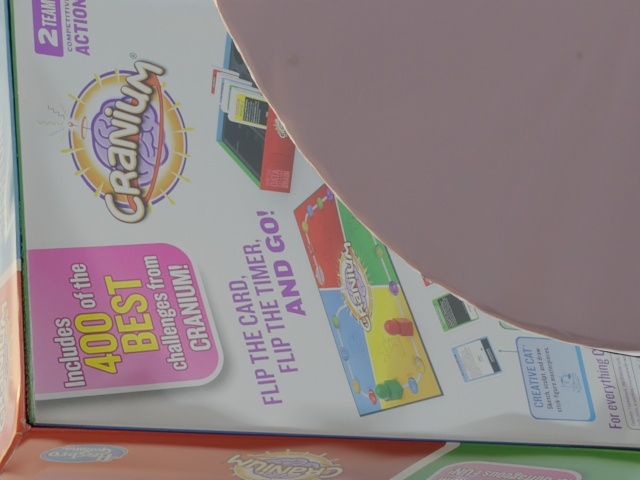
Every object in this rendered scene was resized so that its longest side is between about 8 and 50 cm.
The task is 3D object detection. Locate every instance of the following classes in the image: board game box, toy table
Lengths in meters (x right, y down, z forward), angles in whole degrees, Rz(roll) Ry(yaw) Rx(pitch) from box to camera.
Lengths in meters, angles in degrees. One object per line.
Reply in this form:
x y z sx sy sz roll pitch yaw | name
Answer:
0.000 0.000 0.829 0.316 0.242 0.064 6 -32 -22 | board game box
0.075 -0.100 0.426 0.252 0.161 0.274 -15 -104 29 | toy table
